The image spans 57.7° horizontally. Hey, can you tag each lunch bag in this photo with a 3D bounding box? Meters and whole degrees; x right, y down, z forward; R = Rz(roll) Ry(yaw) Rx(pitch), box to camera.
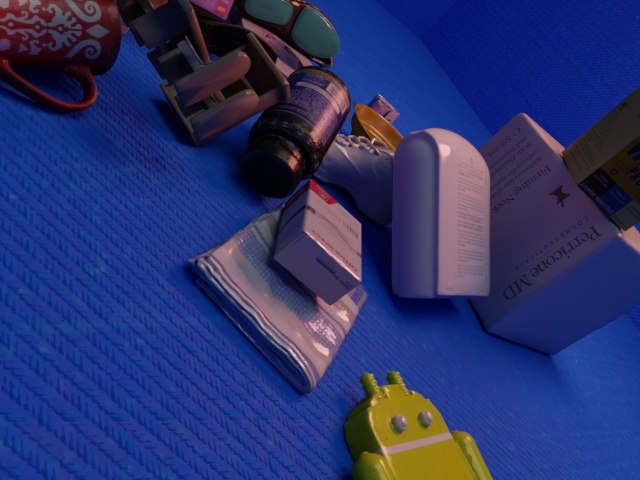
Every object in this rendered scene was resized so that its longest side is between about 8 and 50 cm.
[{"bbox_3d":[0.166,-0.347,1.592,0.083,0.071,0.053,37,27,-22],"label":"lunch bag"}]

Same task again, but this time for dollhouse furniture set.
[{"bbox_3d":[-0.143,-0.255,0.769,0.212,0.161,0.242,56,-9,16],"label":"dollhouse furniture set"}]

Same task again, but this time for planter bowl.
[{"bbox_3d":[0.126,-0.196,1.301,0.217,0.090,0.217,35,28,-22],"label":"planter bowl"}]

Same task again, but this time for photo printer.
[{"bbox_3d":[0.227,-0.046,1.068,0.256,0.107,0.308,7,83,-53],"label":"photo printer"}]

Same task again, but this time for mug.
[{"bbox_3d":[-0.321,-0.233,0.653,0.150,0.113,0.169,56,34,11],"label":"mug"}]

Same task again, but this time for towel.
[{"bbox_3d":[-0.035,0.056,0.777,0.209,0.034,0.285,48,26,-1],"label":"towel"}]

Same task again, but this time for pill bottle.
[{"bbox_3d":[-0.040,-0.173,0.928,0.123,0.123,0.219,40,50,-15],"label":"pill bottle"}]

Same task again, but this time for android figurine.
[{"bbox_3d":[0.124,0.281,0.686,0.248,0.056,0.273,14,43,-48],"label":"android figurine"}]

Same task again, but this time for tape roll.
[{"bbox_3d":[-0.099,-0.371,1.226,0.219,0.072,0.219,35,30,-23],"label":"tape roll"}]

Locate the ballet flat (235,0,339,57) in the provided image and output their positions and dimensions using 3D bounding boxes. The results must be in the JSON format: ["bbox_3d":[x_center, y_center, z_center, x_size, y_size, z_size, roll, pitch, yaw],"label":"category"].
[{"bbox_3d":[-0.071,-0.486,1.245,0.280,0.095,0.096,17,27,-46],"label":"ballet flat"}]

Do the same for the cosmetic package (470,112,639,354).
[{"bbox_3d":[0.504,-0.006,1.339,0.327,0.329,0.394,23,35,-40],"label":"cosmetic package"}]

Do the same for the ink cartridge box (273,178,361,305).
[{"bbox_3d":[0.000,0.000,0.800,0.109,0.063,0.150,42,26,-20],"label":"ink cartridge box"}]

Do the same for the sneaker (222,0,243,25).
[{"bbox_3d":[-0.164,-0.508,1.320,0.232,0.090,0.115,28,25,-52],"label":"sneaker"}]

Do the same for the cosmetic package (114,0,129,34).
[{"bbox_3d":[-0.297,-0.375,0.881,0.060,0.115,0.041,6,51,-55],"label":"cosmetic package"}]

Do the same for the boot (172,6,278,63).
[{"bbox_3d":[-0.178,-0.392,1.099,0.198,0.077,0.137,20,30,-20],"label":"boot"}]

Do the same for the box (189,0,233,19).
[{"bbox_3d":[-0.310,-0.476,0.971,0.201,0.057,0.293,35,15,31],"label":"box"}]

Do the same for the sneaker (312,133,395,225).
[{"bbox_3d":[0.064,-0.155,1.111,0.297,0.129,0.111,33,31,-26],"label":"sneaker"}]

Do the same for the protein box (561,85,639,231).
[{"bbox_3d":[0.598,-0.162,1.103,0.136,0.201,0.200,41,28,-8],"label":"protein box"}]

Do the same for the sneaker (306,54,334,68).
[{"bbox_3d":[-0.029,-0.532,1.558,0.188,0.066,0.071,22,37,-40],"label":"sneaker"}]
